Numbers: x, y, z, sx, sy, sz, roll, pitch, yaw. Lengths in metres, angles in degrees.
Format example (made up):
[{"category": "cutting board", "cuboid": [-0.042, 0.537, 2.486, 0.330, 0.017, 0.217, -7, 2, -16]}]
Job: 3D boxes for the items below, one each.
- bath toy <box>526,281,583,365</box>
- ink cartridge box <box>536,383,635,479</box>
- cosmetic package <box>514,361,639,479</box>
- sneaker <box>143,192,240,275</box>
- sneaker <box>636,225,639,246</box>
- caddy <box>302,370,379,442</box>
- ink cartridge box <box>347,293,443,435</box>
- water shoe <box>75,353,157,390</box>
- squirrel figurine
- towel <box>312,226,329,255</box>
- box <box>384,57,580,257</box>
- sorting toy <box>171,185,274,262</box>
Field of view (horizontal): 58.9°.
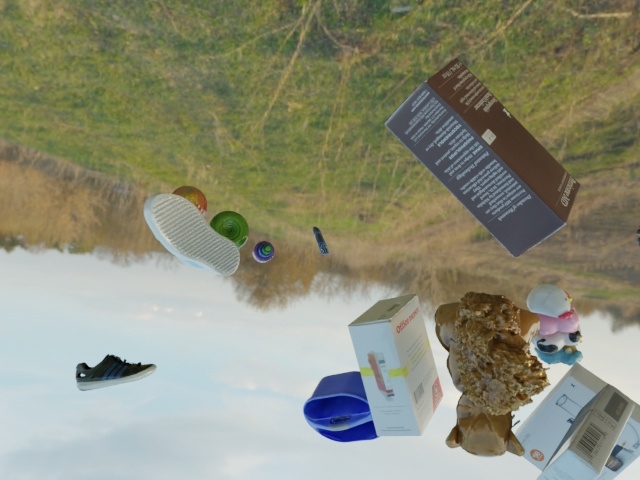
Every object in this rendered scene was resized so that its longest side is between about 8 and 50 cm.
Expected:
[{"category": "bath toy", "cuboid": [0.724, 0.257, 1.724, 0.129, 0.151, 0.348, 42, 167, 46]}, {"category": "ink cartridge box", "cuboid": [0.627, 0.580, 1.480, 0.091, 0.385, 0.308, 41, -138, 21]}, {"category": "cosmetic package", "cuboid": [0.812, 0.604, 1.770, 0.284, 0.377, 0.097, 36, -143, 21]}, {"category": "sneaker", "cuboid": [-0.370, -0.006, 1.508, 0.150, 0.135, 0.366, 6, 153, 29]}, {"category": "sneaker", "cuboid": [1.015, 0.071, 1.597, 0.111, 0.300, 0.121, -5, 156, -9]}, {"category": "caddy", "cuboid": [0.097, 0.636, 2.113, 0.341, 0.241, 0.179, -21, -159, 35]}, {"category": "ink cartridge box", "cuboid": [0.256, 0.404, 1.876, 0.160, 0.385, 0.279, -11, -173, 30]}, {"category": "water shoe", "cuboid": [-0.527, 0.329, 1.458, 0.203, 0.080, 0.073, -11, 175, -10]}, {"category": "squirrel figurine", "cuboid": [0.405, 0.337, 1.401, 0.280, 0.371, 0.397, 7, 160, 13]}, {"category": "towel", "cuboid": [0.000, 0.000, 2.056, 0.029, 0.067, 0.119, -21, -146, 1]}, {"category": "box", "cuboid": [0.333, -0.173, 1.154, 0.143, 0.381, 0.191, -43, -178, 43]}, {"category": "sorting toy", "cuboid": [-0.291, -0.052, 1.713, 0.365, 0.127, 0.126, 33, 164, -9]}]
